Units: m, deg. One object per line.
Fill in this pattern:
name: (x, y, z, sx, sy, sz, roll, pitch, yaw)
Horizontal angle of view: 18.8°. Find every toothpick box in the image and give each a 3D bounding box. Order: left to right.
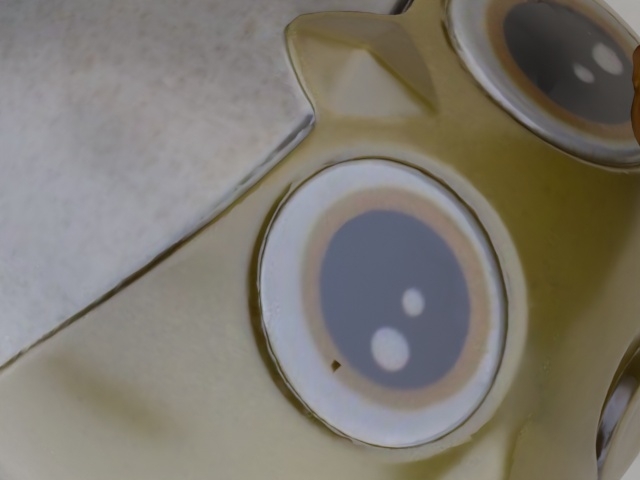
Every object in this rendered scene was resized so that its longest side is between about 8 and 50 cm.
toothpick box: (0.000, 0.000, 1.056, 0.425, 0.409, 0.409, 28, 135, 20)

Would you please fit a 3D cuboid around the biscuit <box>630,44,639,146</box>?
biscuit: (0.267, -0.038, 0.713, 0.342, 0.166, 0.395, 50, 164, 27)
